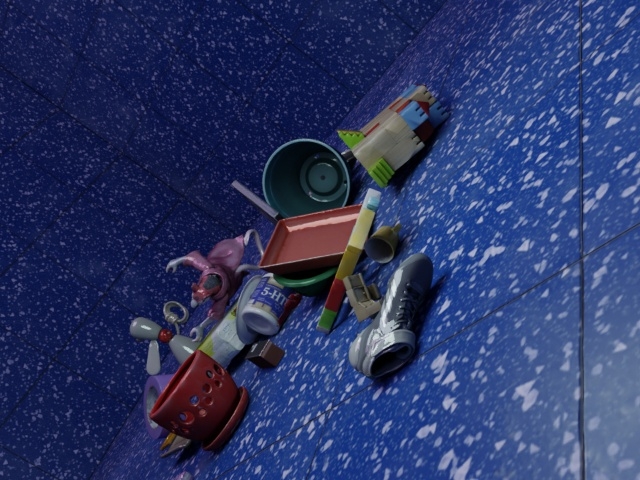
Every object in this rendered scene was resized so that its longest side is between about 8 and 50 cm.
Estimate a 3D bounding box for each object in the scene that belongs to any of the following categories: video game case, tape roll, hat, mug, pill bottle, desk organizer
[{"bbox_3d":[-0.128,-0.062,1.806,0.026,0.196,0.274,-51,-33,-3],"label":"video game case"},{"bbox_3d":[-0.473,0.504,1.897,0.189,0.080,0.188,-3,86,56],"label":"tape roll"},{"bbox_3d":[-0.015,0.133,1.536,0.173,0.183,0.208,-28,27,-24],"label":"hat"},{"bbox_3d":[0.134,0.002,1.243,0.078,0.062,0.064,-9,28,35],"label":"mug"},{"bbox_3d":[-0.128,0.154,1.704,0.112,0.112,0.186,-39,19,53],"label":"pill bottle"},{"bbox_3d":[-0.136,0.278,1.514,0.047,0.050,0.130,-58,12,-23],"label":"desk organizer"}]

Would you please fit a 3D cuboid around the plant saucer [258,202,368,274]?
[{"bbox_3d":[0.000,0.000,1.525,0.259,0.047,0.258,-10,26,14],"label":"plant saucer"}]

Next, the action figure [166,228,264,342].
[{"bbox_3d":[-0.292,0.129,1.853,0.276,0.248,0.370,-22,5,2],"label":"action figure"}]

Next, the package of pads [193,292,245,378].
[{"bbox_3d":[-0.269,0.275,1.905,0.229,0.101,0.296,-46,6,34],"label":"package of pads"}]

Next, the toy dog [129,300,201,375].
[{"bbox_3d":[-0.464,0.375,2.049,0.220,0.334,0.161,-28,-31,-50],"label":"toy dog"}]

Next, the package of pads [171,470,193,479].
[{"bbox_3d":[-0.335,0.580,1.464,0.083,0.032,0.050,-44,12,42],"label":"package of pads"}]

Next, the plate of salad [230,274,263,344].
[{"bbox_3d":[-0.197,0.195,1.768,0.200,0.048,0.199,7,-90,-68],"label":"plate of salad"}]

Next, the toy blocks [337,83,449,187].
[{"bbox_3d":[0.205,-0.290,1.604,0.261,0.190,0.381,-40,13,10],"label":"toy blocks"}]

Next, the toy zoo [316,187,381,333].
[{"bbox_3d":[0.063,0.027,1.249,0.192,0.030,0.293,-67,-4,-49],"label":"toy zoo"}]

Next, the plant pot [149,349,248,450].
[{"bbox_3d":[-0.274,0.378,1.458,0.191,0.174,0.191,-52,11,14],"label":"plant pot"}]

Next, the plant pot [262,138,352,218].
[{"bbox_3d":[-0.016,-0.194,1.992,0.271,0.272,0.255,-50,-3,18],"label":"plant pot"}]

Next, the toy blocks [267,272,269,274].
[{"bbox_3d":[-0.159,0.122,2.100,0.148,0.054,0.123,-56,10,-15],"label":"toy blocks"}]

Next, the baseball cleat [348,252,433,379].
[{"bbox_3d":[0.124,0.115,0.921,0.205,0.072,0.109,-59,25,-5],"label":"baseball cleat"}]

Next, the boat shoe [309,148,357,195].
[{"bbox_3d":[0.032,-0.189,2.230,0.335,0.095,0.112,-43,-21,32],"label":"boat shoe"}]

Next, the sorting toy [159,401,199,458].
[{"bbox_3d":[-0.342,0.506,1.698,0.348,0.047,0.196,-41,13,50],"label":"sorting toy"}]

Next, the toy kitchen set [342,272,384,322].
[{"bbox_3d":[0.097,0.088,1.093,0.068,0.083,0.075,-10,-19,-36],"label":"toy kitchen set"}]
